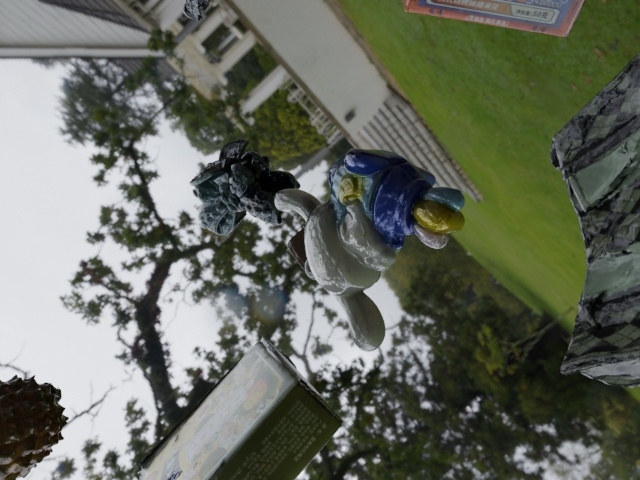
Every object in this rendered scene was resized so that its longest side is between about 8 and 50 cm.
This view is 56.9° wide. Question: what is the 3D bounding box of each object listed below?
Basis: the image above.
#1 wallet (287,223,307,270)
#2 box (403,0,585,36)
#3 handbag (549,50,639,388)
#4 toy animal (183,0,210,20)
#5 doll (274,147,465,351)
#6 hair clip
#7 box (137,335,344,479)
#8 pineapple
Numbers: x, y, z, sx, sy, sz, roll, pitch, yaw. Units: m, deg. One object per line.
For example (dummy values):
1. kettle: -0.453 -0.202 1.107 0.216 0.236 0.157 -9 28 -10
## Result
1. wallet: 0.000 0.000 1.456 0.118 0.153 0.039 52 -171 20
2. box: 0.361 -0.626 1.170 0.349 0.318 0.256 7 -134 -6
3. handbag: 0.435 -0.040 0.749 0.180 0.317 0.416 15 -117 -18
4. toy animal: -0.185 -0.399 0.919 0.062 0.108 0.220 31 -155 -31
5. doll: 0.089 -0.040 1.093 0.376 0.365 0.187 49 -145 11
6. hair clip: -0.208 -0.134 1.518 0.206 0.310 0.194 55 -132 -26
7. box: -0.183 0.423 1.214 0.138 0.420 0.373 45 170 -15
8. pineapple: -0.485 0.289 0.935 0.166 0.166 0.193 49 -151 0
